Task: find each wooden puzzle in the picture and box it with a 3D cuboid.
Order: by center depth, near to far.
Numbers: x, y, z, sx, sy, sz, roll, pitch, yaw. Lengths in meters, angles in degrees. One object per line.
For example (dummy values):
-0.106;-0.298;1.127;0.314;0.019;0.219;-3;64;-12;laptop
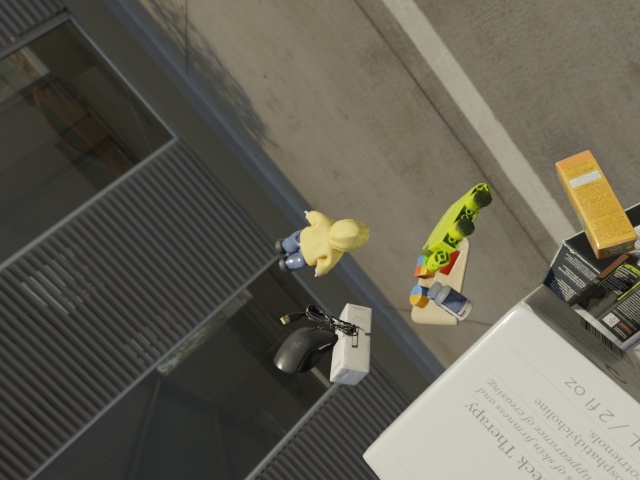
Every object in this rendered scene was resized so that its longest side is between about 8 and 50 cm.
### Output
0.471;0.167;1.674;0.081;0.347;0.322;15;166;-15;wooden puzzle

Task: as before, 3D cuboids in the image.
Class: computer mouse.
-0.041;0.222;1.006;0.184;0.262;0.060;19;114;34;computer mouse

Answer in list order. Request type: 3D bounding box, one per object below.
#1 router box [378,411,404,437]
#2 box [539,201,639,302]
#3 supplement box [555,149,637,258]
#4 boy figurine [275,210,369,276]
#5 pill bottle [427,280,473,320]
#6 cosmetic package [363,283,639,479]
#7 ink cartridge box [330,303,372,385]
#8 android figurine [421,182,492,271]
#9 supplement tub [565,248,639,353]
0.395;0.694;1.427;0.081;0.309;0.243;22;-155;-54;router box
1.235;0.150;1.711;0.471;0.480;0.297;79;164;-50;box
0.612;-0.081;0.908;0.078;0.080;0.233;34;-140;-50;supplement box
0.000;0.000;1.064;0.285;0.092;0.177;-22;78;40;boy figurine
0.372;0.171;1.170;0.120;0.067;0.067;35;163;5;pill bottle
0.365;0.337;0.711;0.329;0.393;0.327;46;-157;24;cosmetic package
0.094;0.321;1.245;0.086;0.203;0.148;12;143;-6;ink cartridge box
0.340;-0.032;1.035;0.056;0.248;0.273;33;166;6;android figurine
0.852;0.159;1.117;0.193;0.316;0.193;40;-166;-12;supplement tub
